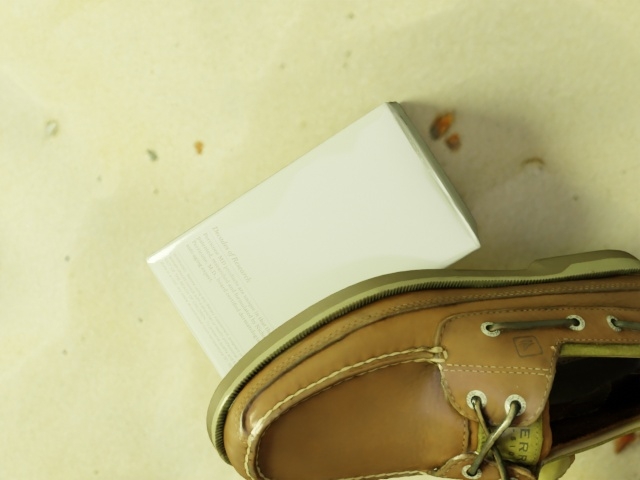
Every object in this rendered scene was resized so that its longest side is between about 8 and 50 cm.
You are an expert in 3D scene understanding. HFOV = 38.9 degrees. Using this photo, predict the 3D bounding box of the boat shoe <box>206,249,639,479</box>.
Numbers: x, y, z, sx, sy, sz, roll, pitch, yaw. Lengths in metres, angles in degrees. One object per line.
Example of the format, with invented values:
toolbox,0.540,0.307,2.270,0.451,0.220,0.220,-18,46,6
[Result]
boat shoe,0.094,0.080,0.511,0.307,0.104,0.110,-16,127,-18

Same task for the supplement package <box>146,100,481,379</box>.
supplement package,0.000,0.000,0.587,0.179,0.105,0.105,-32,92,12

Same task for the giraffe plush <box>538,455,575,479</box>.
giraffe plush,0.106,0.247,0.592,0.170,0.181,0.210,-24,106,32
